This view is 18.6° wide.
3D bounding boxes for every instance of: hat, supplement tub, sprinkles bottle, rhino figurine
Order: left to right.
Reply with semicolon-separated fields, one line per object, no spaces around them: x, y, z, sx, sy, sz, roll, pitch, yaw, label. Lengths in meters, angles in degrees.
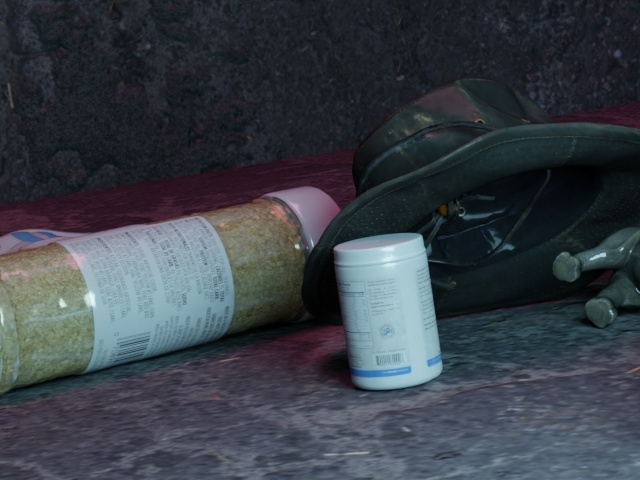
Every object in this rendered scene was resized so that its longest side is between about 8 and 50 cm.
-0.143;0.041;1.704;0.355;0.121;0.121;-13;9;-31;sprinkles bottle
0.050;0.053;1.453;0.071;0.107;0.071;-8;7;1;supplement tub
0.125;-0.051;1.588;0.331;0.134;0.331;-16;-28;-9;hat
0.310;0.025;1.528;0.243;0.073;0.106;1;14;43;rhino figurine

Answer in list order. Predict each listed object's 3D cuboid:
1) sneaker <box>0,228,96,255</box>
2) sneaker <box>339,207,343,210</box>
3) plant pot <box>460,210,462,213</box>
-0.293;0.034;2.061;0.228;0.087;0.092;-7;9;23;sneaker
0.000;-0.001;1.968;0.161;0.102;0.282;-8;7;-24;sneaker
0.208;-0.041;1.853;0.165;0.167;0.167;-4;4;-33;plant pot
